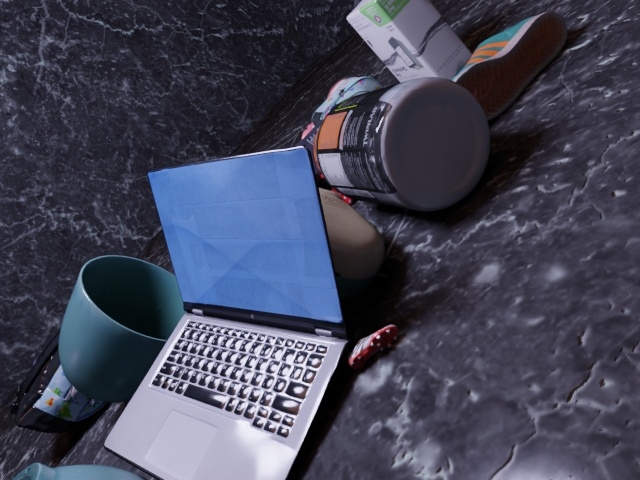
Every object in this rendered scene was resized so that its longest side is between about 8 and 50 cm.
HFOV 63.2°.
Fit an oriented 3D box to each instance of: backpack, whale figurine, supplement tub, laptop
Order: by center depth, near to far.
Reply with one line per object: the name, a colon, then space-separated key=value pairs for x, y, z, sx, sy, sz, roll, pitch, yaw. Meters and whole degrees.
laptop: x=-0.179 y=0.111 z=0.741 sx=0.382 sy=0.236 sz=0.407 roll=0 pitch=52 yaw=42
whale figurine: x=0.000 y=0.000 z=0.877 sx=0.272 sy=0.217 sz=0.141 roll=-107 pitch=35 yaw=-59
supplement tub: x=0.119 y=-0.166 z=0.929 sx=0.207 sy=0.207 sz=0.338 roll=-47 pitch=21 yaw=-7
backpack: x=0.096 y=-0.328 z=1.347 sx=0.188 sy=0.166 sz=0.144 roll=-51 pitch=22 yaw=-10
backpack: x=-0.621 y=0.310 z=1.398 sx=0.290 sy=0.274 sz=0.355 roll=5 pitch=74 yaw=67

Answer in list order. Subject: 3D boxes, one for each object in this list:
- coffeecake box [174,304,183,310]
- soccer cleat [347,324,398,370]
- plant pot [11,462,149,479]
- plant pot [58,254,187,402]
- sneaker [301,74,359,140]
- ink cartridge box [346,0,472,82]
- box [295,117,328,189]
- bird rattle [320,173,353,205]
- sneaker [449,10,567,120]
coffeecake box: x=-0.349 y=0.155 z=1.392 sx=0.142 sy=0.068 sz=0.185 roll=-29 pitch=25 yaw=36
soccer cleat: x=0.068 y=0.137 z=0.693 sx=0.083 sy=0.029 sz=0.035 roll=-45 pitch=24 yaw=11
plant pot: x=-0.366 y=0.430 z=0.704 sx=0.293 sy=0.196 sz=0.293 roll=-37 pitch=21 yaw=17
plant pot: x=-0.436 y=0.212 z=1.159 sx=0.235 sy=0.293 sz=0.293 roll=-56 pitch=17 yaw=15
sneaker: x=0.074 y=-0.362 z=1.561 sx=0.136 sy=0.116 sz=0.313 roll=16 pitch=66 yaw=32
ink cartridge box: x=0.223 y=-0.520 z=1.328 sx=0.114 sy=0.273 sz=0.198 roll=-48 pitch=20 yaw=-3
box: x=-0.011 y=-0.192 z=1.306 sx=0.158 sy=0.093 sz=0.156 roll=-47 pitch=-11 yaw=-9
bird rattle: x=0.107 y=-0.196 z=1.204 sx=0.253 sy=0.143 sz=0.207 roll=-55 pitch=7 yaw=7
sneaker: x=0.322 y=-0.313 z=0.990 sx=0.302 sy=0.108 sz=0.121 roll=-39 pitch=18 yaw=-9
